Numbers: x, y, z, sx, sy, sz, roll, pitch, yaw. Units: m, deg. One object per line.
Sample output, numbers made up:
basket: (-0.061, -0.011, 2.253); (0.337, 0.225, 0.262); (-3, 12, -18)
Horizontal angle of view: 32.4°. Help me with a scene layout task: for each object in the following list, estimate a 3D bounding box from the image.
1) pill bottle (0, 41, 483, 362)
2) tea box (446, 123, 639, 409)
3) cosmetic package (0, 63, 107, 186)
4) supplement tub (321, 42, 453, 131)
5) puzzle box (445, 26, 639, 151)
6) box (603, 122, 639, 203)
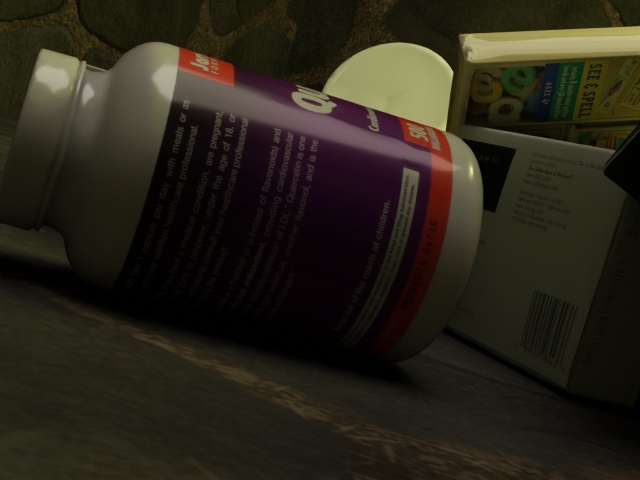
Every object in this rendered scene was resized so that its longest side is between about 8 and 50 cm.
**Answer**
pill bottle: (-0.058, -0.032, 0.798); (0.323, 0.181, 0.181); (16, 4, -15)
tea box: (0.317, 0.037, 1.125); (0.324, 0.219, 0.329); (14, 5, -23)
cosmetic package: (-0.092, -0.050, 1.086); (0.385, 0.156, 0.217); (18, 2, 23)
supplement tub: (0.136, -0.123, 1.698); (0.241, 0.241, 0.331); (19, -20, 24)
puzzle box: (0.281, -0.078, 1.319); (0.272, 0.408, 0.052); (-4, 49, -3)
box: (0.557, -0.080, 0.894); (0.472, 0.297, 0.480); (41, 38, 9)
